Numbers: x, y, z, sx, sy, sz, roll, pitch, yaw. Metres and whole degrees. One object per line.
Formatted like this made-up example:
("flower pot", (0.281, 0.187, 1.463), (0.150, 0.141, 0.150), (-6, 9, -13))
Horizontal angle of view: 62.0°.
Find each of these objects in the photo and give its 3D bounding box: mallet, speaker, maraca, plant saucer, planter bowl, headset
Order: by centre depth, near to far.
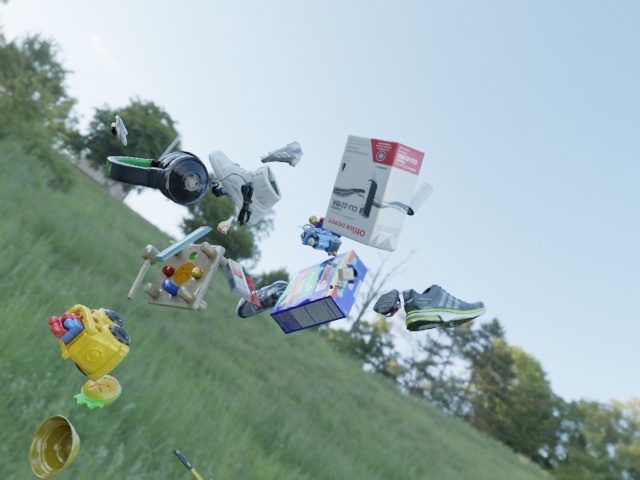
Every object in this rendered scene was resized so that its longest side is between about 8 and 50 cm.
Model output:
("headset", (-0.377, -0.146, 1.454), (0.394, 0.185, 0.243), (5, 12, -18))
("plant saucer", (-0.430, 0.008, 1.666), (0.067, 0.192, 0.018), (0, -59, 53))
("mallet", (-0.418, 0.766, 1.776), (0.190, 0.039, 0.062), (47, 26, 19))
("maraca", (-0.764, 0.525, 1.831), (0.127, 0.099, 0.186), (15, 12, 5))
("planter bowl", (-0.954, 0.759, 1.956), (0.217, 0.217, 0.090), (16, -13, 32))
("speaker", (0.361, -0.156, 1.973), (0.055, 0.136, 0.055), (33, -25, 18))

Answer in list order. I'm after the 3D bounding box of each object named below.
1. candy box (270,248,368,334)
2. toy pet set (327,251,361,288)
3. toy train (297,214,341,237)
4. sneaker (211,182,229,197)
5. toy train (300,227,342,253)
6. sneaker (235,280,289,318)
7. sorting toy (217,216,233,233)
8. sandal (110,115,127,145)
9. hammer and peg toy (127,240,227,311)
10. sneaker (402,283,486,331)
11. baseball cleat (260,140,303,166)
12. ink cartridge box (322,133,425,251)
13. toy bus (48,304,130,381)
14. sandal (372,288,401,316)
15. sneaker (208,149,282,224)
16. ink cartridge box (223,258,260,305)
("candy box", (-0.004, 0.199, 2.037), (0.317, 0.268, 0.122), (-21, -65, 36))
("toy pet set", (0.077, 0.096, 1.695), (0.065, 0.122, 0.114), (-3, 0, -23))
("toy train", (-0.022, -0.081, 2.573), (0.248, 0.105, 0.143), (11, 19, -28))
("sneaker", (-0.389, -0.208, 2.083), (0.188, 0.078, 0.067), (-144, -135, -71))
("toy train", (0.000, 0.000, 2.279), (0.184, 0.080, 0.105), (9, 25, -40))
("sneaker", (-0.229, 0.263, 2.273), (0.153, 0.268, 0.101), (18, -48, 64))
("sorting toy", (-0.394, -0.070, 2.241), (0.045, 0.075, 0.083), (39, -14, -7))
("sandal", (-0.742, -0.399, 1.945), (0.180, 0.049, 0.072), (-115, -171, -47))
("hammer and peg toy", (-0.533, 0.132, 1.954), (0.361, 0.266, 0.127), (1, -33, 34))
("sneaker", (0.361, 0.185, 1.544), (0.299, 0.121, 0.111), (2, -26, -34))
("baseball cleat", (-0.160, -0.359, 2.327), (0.072, 0.205, 0.110), (1, -62, 62))
("ink cartridge box", (0.135, -0.127, 1.416), (0.114, 0.273, 0.197), (10, 8, -40))
("toy bus", (-0.678, 0.260, 1.519), (0.211, 0.149, 0.220), (50, -5, -40))
("sandal", (0.164, 0.152, 1.252), (0.040, 0.067, 0.179), (36, -7, 1))
("sneaker", (-0.242, -0.219, 1.785), (0.293, 0.169, 0.108), (55, 20, 9))
("ink cartridge box", (-0.288, 0.162, 2.028), (0.179, 0.045, 0.145), (33, 25, -49))
